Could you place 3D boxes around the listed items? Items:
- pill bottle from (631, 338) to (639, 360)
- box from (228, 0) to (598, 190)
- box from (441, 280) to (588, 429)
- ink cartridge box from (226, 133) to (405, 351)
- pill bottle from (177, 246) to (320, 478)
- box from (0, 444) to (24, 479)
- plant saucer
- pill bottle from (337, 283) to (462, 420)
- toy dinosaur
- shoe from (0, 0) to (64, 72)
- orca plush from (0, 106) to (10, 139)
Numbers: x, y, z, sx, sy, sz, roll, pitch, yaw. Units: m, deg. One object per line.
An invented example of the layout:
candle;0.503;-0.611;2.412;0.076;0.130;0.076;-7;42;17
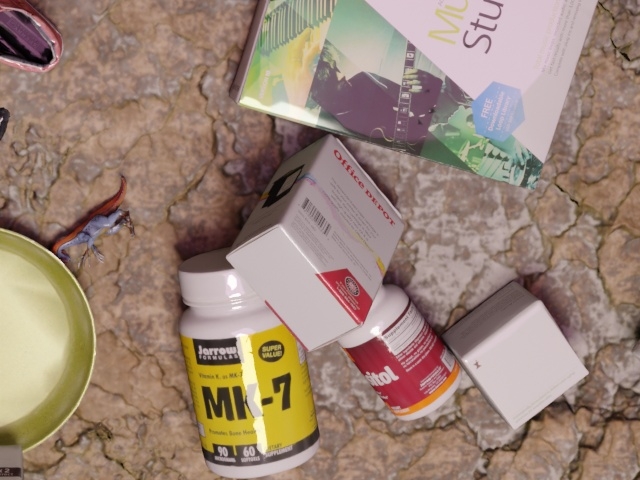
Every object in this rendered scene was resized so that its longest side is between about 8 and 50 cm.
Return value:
pill bottle;0.458;0.049;1.550;0.162;0.162;0.278;39;92;-16
box;0.096;-0.202;1.479;0.322;0.058;0.232;15;98;-13
box;0.199;0.117;1.551;0.101;0.087;0.102;-37;106;-1
ink cartridge box;0.000;0.000;1.441;0.072;0.175;0.127;-30;109;32
pill bottle;-0.074;0.116;1.483;0.119;0.119;0.208;-12;104;-8
box;-0.373;0.303;1.445;0.181;0.119;0.182;-1;116;-10
plant saucer;-0.340;0.099;1.469;0.241;0.037;0.241;-2;103;-10
pill bottle;0.069;0.101;1.524;0.086;0.086;0.152;-38;105;-1
toy dinosaur;-0.224;-0.008;1.479;0.082;0.047;0.090;-8;70;-1
shoe;-0.310;-0.218;1.383;0.178;0.081;0.063;38;93;-16
orca plush;-0.348;-0.146;1.329;0.151;0.102;0.287;49;125;8
